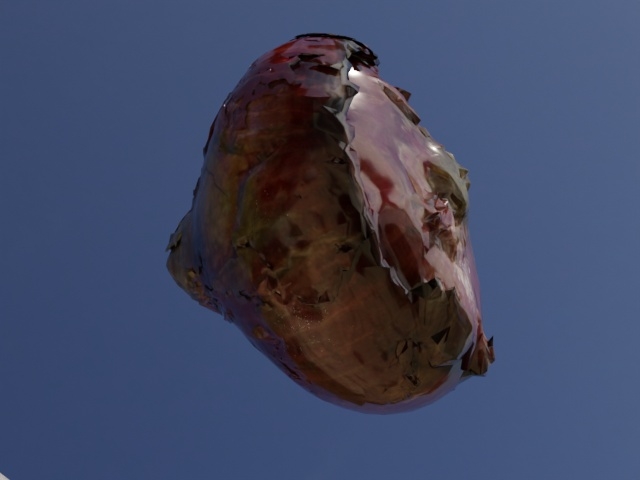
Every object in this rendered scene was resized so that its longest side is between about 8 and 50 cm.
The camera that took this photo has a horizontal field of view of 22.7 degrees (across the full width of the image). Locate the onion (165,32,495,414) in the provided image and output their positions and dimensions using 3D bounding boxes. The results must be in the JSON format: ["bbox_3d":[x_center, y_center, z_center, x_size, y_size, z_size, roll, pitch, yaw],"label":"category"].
[{"bbox_3d":[0.000,0.000,0.741,0.147,0.184,0.184,-19,-48,25],"label":"onion"}]

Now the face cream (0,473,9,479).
[{"bbox_3d":[-0.166,0.076,0.472,0.102,0.102,0.345,-45,-43,-6],"label":"face cream"}]
